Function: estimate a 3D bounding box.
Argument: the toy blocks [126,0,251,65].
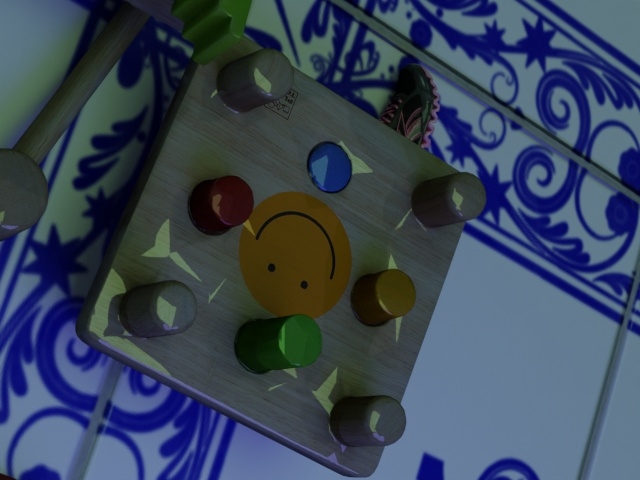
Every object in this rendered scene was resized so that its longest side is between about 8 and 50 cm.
[{"bbox_3d":[-0.144,-0.334,1.155,0.261,0.191,0.381,27,59,-26],"label":"toy blocks"}]

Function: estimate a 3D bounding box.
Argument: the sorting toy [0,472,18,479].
[{"bbox_3d":[-0.323,0.195,1.056,0.365,0.127,0.126,22,104,-32],"label":"sorting toy"}]

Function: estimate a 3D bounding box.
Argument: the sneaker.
[{"bbox_3d":[0.062,-0.090,1.383,0.057,0.047,0.119,11,80,-26],"label":"sneaker"}]

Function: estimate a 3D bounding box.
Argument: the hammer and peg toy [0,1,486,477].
[{"bbox_3d":[-0.062,-0.020,1.199,0.361,0.127,0.266,31,69,-24],"label":"hammer and peg toy"}]
